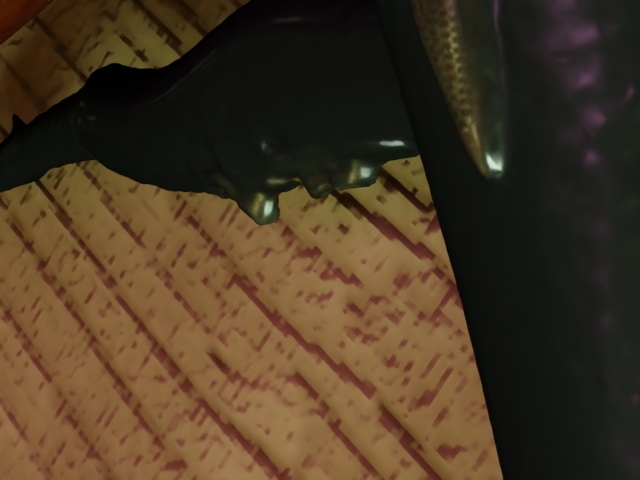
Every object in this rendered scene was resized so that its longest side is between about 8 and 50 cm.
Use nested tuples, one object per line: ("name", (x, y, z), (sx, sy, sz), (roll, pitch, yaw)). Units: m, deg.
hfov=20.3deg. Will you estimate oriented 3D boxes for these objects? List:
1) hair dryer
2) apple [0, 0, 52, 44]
("hair dryer", (0.000, 0.000, 0.452), (0.359, 0.120, 0.304), (-6, 87, 54))
("apple", (-0.146, -0.197, 0.505), (0.365, 0.295, 0.329), (-13, 91, 40))
